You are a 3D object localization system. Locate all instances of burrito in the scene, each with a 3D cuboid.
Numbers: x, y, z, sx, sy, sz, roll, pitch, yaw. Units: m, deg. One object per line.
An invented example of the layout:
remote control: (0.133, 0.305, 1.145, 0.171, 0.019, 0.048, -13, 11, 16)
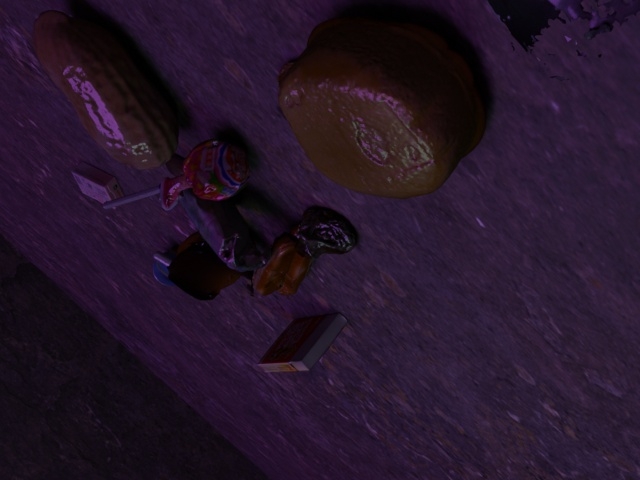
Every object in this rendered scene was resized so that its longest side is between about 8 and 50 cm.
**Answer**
burrito: (-0.197, -0.023, 1.473, 0.144, 0.089, 0.229, 22, -156, -46)

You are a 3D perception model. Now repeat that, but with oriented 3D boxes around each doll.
doll: (-0.370, 0.077, 1.939, 0.241, 0.099, 0.135, -3, 110, 50)

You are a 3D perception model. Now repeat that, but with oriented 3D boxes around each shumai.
shumai: (0.000, -0.001, 1.385, 0.124, 0.087, 0.098, 16, 144, 34)

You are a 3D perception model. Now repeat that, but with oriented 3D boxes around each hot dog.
hot dog: (-0.074, 0.048, 1.539, 0.110, 0.072, 0.269, 1, 150, -18)
hot dog: (-0.236, 0.042, 1.723, 0.326, 0.107, 0.194, -13, 135, 46)

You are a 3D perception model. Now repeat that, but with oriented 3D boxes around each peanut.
peanut: (-0.394, -0.281, 1.358, 0.339, 0.158, 0.174, 60, 175, -29)

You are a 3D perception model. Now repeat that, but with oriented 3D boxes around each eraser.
eraser: (-0.046, 0.248, 1.747, 0.038, 0.157, 0.230, 49, 151, -14)

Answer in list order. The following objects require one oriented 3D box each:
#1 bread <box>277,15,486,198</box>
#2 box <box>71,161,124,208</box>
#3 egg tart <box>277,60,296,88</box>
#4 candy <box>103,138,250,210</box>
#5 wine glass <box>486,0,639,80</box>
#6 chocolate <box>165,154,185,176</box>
bread: (0.078, -0.171, 0.966, 0.270, 0.148, 0.269, 26, 154, 14)
box: (-0.580, -0.145, 1.902, 0.125, 0.043, 0.089, 25, 150, 22)
egg tart: (-0.018, -0.215, 1.114, 0.130, 0.052, 0.130, 28, 148, 19)
candy: (-0.299, -0.110, 1.435, 0.366, 0.124, 0.124, -13, 127, 29)
wine glass: (0.170, -0.321, 0.589, 0.357, 0.190, 0.191, 53, 150, -18)
chocolate: (-0.295, -0.146, 1.575, 0.101, 0.031, 0.064, 27, 156, 17)
